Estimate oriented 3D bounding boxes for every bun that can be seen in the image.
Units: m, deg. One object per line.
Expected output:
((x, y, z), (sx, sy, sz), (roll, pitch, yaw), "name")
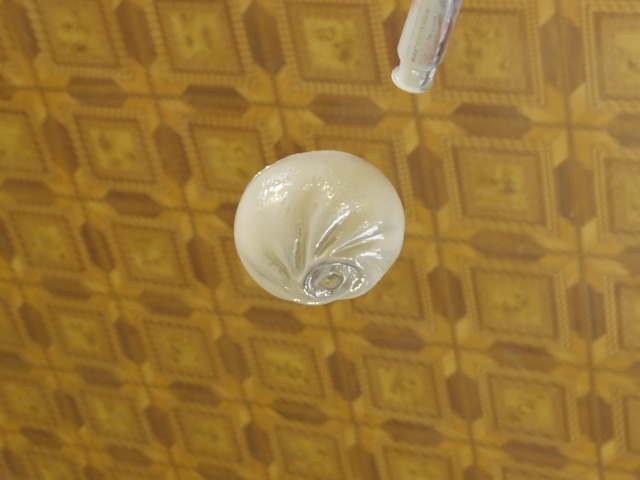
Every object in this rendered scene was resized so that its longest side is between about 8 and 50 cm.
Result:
((0.000, 0.000, 1.331), (0.173, 0.120, 0.173), (-4, 138, -3), "bun")

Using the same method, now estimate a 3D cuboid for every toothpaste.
((0.159, -0.331, 1.764), (0.066, 0.100, 0.323), (49, 145, 26), "toothpaste")
